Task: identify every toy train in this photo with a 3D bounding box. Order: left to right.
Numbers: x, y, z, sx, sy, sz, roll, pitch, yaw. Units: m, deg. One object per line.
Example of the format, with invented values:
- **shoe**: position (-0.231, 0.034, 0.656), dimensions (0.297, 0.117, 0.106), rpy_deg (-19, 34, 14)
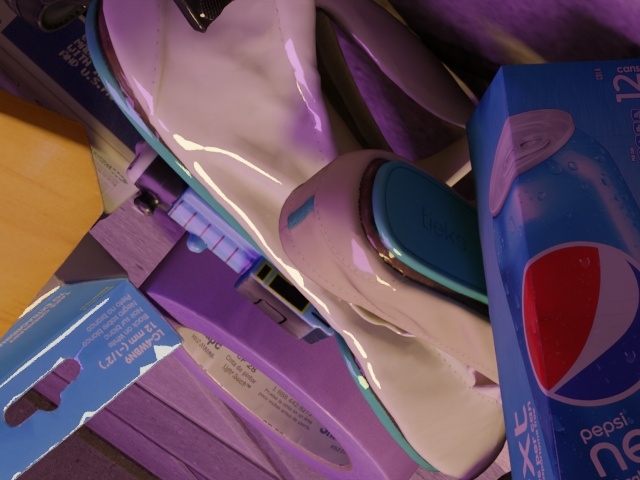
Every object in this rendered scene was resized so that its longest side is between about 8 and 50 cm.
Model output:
- **toy train**: position (-0.034, -0.024, 0.903), dimensions (0.184, 0.105, 0.080), rpy_deg (40, 164, -5)

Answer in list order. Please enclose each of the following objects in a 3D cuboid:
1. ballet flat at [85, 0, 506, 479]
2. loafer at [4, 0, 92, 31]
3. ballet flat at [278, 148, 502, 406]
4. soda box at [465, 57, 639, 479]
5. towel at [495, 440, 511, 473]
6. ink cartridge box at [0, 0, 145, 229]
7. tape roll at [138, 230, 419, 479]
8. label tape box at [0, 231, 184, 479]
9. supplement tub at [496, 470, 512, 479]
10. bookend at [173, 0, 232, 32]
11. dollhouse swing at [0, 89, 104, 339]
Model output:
- **ballet flat**: position (0.040, -0.006, 0.760), dimensions (0.139, 0.139, 0.400), rpy_deg (21, 157, 46)
- **loafer**: position (-0.125, -0.154, 0.800), dimensions (0.078, 0.076, 0.223), rpy_deg (48, 160, -3)
- **ballet flat**: position (0.081, 0.033, 0.697), dimensions (0.248, 0.086, 0.086), rpy_deg (32, 170, -31)
- **soda box**: position (0.109, 0.037, 0.594), dimensions (0.067, 0.210, 0.071), rpy_deg (-4, 165, -8)
- **towel**: position (0.207, 0.183, 1.039), dimensions (0.187, 0.049, 0.282), rpy_deg (20, 156, 49)
- **ink cartridge box**: position (-0.256, -0.150, 1.115), dimensions (0.324, 0.071, 0.330), rpy_deg (42, 167, -8)
- **tape roll**: position (-0.023, 0.099, 1.242), dimensions (0.275, 0.090, 0.275), rpy_deg (35, 164, 12)
- **label tape box**: position (-0.313, 0.045, 1.132), dimensions (0.347, 0.249, 0.115), rpy_deg (48, -166, -12)
- **supplement tub**: position (0.170, 0.185, 0.854), dimensions (0.190, 0.117, 0.117), rpy_deg (-2, 161, -2)
- **bookend**: position (-0.052, -0.159, 0.485), dimensions (0.156, 0.157, 0.072), rpy_deg (21, 156, 45)
- **dollhouse swing**: position (-0.369, -0.079, 0.977), dimensions (0.305, 0.347, 0.315), rpy_deg (10, -141, -49)
